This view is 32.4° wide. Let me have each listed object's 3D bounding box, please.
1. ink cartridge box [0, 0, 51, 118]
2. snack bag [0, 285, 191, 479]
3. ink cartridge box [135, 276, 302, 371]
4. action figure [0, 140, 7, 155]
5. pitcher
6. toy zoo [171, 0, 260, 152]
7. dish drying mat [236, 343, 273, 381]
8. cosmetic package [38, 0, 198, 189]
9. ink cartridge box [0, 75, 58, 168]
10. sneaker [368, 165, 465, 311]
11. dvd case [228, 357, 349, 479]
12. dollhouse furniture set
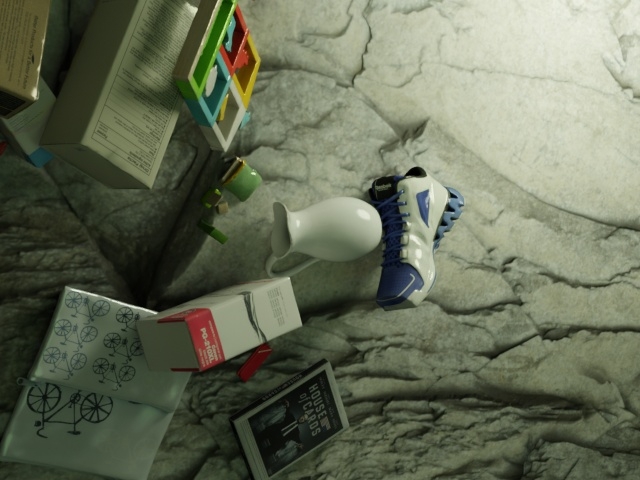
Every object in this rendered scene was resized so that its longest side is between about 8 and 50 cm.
[{"bbox_3d":[-0.497,-0.318,1.586,0.193,0.088,0.234,23,58,-39],"label":"ink cartridge box"},{"bbox_3d":[-0.387,0.273,1.978,0.323,0.037,0.342,22,94,-38],"label":"snack bag"},{"bbox_3d":[-0.178,0.148,1.957,0.237,0.172,0.100,-21,98,-39],"label":"ink cartridge box"},{"bbox_3d":[-0.576,-0.239,1.628,0.280,0.091,0.139,32,94,-39],"label":"action figure"},{"bbox_3d":[0.000,0.000,2.107,0.207,0.125,0.177,-4,135,-27],"label":"pitcher"},{"bbox_3d":[-0.163,-0.277,1.835,0.293,0.030,0.192,67,39,-66],"label":"toy zoo"},{"bbox_3d":[-0.129,0.238,2.161,0.083,0.008,0.032,-50,128,-10],"label":"dish drying mat"},{"bbox_3d":[-0.300,-0.250,1.731,0.160,0.113,0.309,37,66,-45],"label":"cosmetic package"},{"bbox_3d":[-0.460,-0.202,1.718,0.090,0.092,0.143,-40,125,-17],"label":"ink cartridge box"},{"bbox_3d":[0.155,-0.026,2.173,0.182,0.127,0.315,43,55,-26],"label":"sneaker"},{"bbox_3d":[-0.060,0.370,2.244,0.239,0.029,0.179,-30,122,-22],"label":"dvd case"},{"bbox_3d":[-0.159,-0.072,1.995,0.076,0.058,0.151,42,82,-38],"label":"dollhouse furniture set"}]
